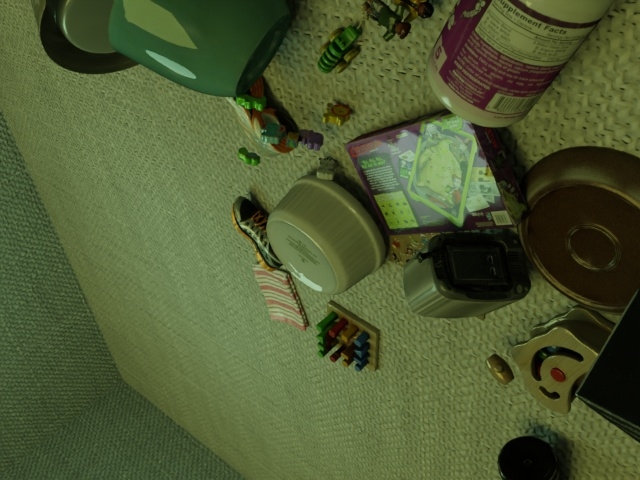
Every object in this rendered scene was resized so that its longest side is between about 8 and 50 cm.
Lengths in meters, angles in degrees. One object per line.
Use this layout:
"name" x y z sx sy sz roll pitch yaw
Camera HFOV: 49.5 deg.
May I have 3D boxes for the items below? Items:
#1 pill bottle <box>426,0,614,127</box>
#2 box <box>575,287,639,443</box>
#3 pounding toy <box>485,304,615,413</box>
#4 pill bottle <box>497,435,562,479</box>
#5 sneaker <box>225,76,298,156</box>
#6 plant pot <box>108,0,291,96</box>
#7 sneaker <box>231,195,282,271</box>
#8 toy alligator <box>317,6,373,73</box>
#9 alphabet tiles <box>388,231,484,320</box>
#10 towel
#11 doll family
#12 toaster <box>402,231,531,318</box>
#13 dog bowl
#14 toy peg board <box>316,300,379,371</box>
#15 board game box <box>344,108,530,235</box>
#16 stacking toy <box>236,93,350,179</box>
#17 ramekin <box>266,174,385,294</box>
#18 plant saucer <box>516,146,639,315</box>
"pill bottle" 0.265 -0.298 0.882 0.169 0.169 0.301 44 146 12
"box" 0.565 0.245 0.859 0.312 0.179 0.343 37 174 -32
"pounding toy" 0.413 0.241 1.242 0.154 0.155 0.269 52 148 7
"pill bottle" 0.455 0.520 1.483 0.123 0.123 0.219 21 150 39
"sneaker" -0.163 -0.286 1.497 0.262 0.099 0.121 57 152 -7
"plant pot" -0.197 -0.403 1.263 0.235 0.293 0.293 34 147 -1
"sneaker" -0.145 -0.024 1.756 0.083 0.084 0.214 -20 110 42
"toy alligator" 0.037 -0.345 1.227 0.056 0.051 0.190 51 148 0
"alphabet tiles" 0.235 0.042 1.406 0.237 0.009 0.198 28 141 33
"towel" -0.114 0.157 1.931 0.144 0.029 0.197 12 131 44
"doll family" 0.139 -0.390 1.039 0.111 0.076 0.193 44 144 21
"toaster" 0.243 0.067 1.226 0.146 0.227 0.129 129 137 -59
"dog bowl" -0.412 -0.490 1.390 0.102 0.349 0.349 57 149 14
"toy peg board" 0.062 0.265 1.774 0.161 0.079 0.161 30 143 30
"board game box" 0.192 -0.113 1.228 0.347 0.056 0.208 -3 121 59
"stacking toy" -0.059 -0.212 1.391 0.221 0.052 0.167 10 140 1
"ramekin" 0.000 0.000 1.514 0.273 0.127 0.273 37 153 22
"plant saucer" 0.434 0.002 1.084 0.311 0.050 0.310 31 141 29
